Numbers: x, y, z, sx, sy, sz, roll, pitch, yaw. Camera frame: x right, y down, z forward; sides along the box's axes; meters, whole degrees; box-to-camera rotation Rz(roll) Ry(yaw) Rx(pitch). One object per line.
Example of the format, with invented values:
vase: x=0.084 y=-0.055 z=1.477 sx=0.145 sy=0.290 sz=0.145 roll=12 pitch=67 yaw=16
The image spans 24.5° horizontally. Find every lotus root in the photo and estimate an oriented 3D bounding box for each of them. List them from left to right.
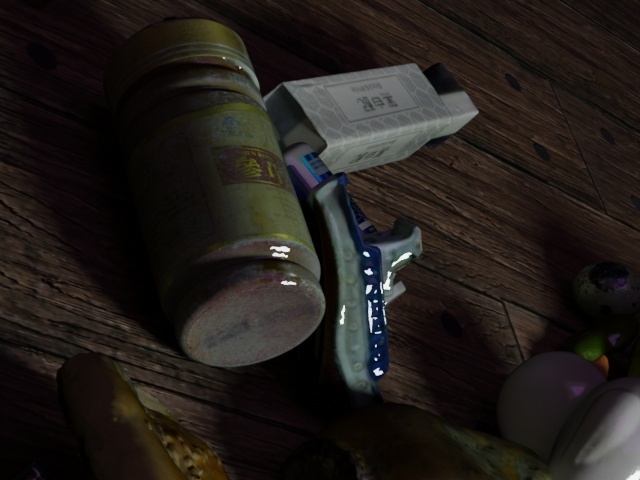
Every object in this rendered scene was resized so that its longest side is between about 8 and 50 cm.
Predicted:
lotus root: x=0.100 y=0.245 z=1.351 sx=0.260 sy=0.149 sz=0.267 roll=31 pitch=31 yaw=-30

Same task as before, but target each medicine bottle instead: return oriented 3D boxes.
medicine bottle: x=-0.104 y=-0.048 z=1.407 sx=0.151 sy=0.151 sz=0.322 roll=18 pitch=42 yaw=-43
medicine bottle: x=0.000 y=0.000 z=1.535 sx=0.191 sy=0.107 sz=0.107 roll=52 pitch=30 yaw=5

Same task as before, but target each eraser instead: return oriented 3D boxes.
eraser: x=0.053 y=-0.145 z=1.787 sx=0.096 sy=0.098 sz=0.404 roll=56 pitch=31 yaw=10

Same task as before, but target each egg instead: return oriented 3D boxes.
egg: x=0.390 y=0.069 z=2.000 sx=0.110 sy=0.085 sz=0.085 roll=19 pitch=41 yaw=-32

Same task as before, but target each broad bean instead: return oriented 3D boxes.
broad bean: x=0.346 y=0.140 z=1.884 sx=0.254 sy=0.065 sz=0.046 roll=-27 pitch=119 yaw=-53

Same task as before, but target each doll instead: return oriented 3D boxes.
doll: x=0.277 y=0.223 z=1.600 sx=0.221 sy=0.221 sz=0.251 roll=43 pitch=58 yaw=-11

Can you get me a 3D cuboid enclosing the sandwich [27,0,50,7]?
sandwich: x=-0.320 y=-0.299 z=1.528 sx=0.105 sy=0.036 sz=0.093 roll=27 pitch=37 yaw=-32

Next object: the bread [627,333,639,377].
bread: x=0.558 y=0.233 z=1.909 sx=0.376 sy=0.208 sz=0.251 roll=36 pitch=38 yaw=-21

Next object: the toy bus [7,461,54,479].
toy bus: x=-0.223 y=0.298 z=0.840 sx=0.194 sy=0.162 sz=0.323 roll=48 pitch=27 yaw=-8

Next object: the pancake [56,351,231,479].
pancake: x=-0.063 y=0.230 z=1.044 sx=0.387 sy=0.082 sz=0.387 roll=54 pitch=-4 yaw=6

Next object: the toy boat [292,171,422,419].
toy boat: x=0.040 y=0.060 z=1.431 sx=0.115 sy=0.262 sz=0.114 roll=-5 pitch=15 yaw=-23
